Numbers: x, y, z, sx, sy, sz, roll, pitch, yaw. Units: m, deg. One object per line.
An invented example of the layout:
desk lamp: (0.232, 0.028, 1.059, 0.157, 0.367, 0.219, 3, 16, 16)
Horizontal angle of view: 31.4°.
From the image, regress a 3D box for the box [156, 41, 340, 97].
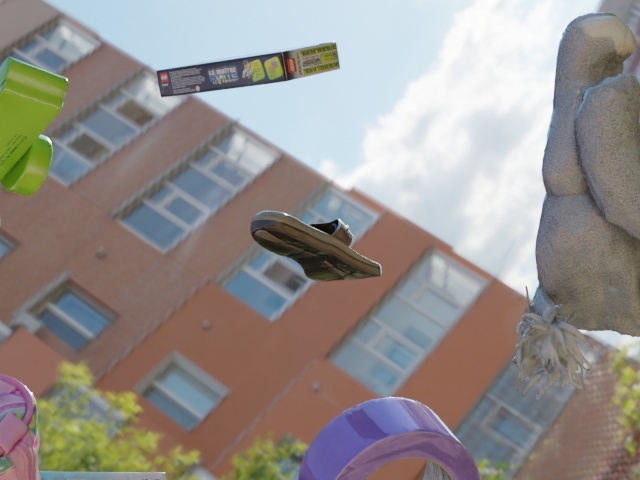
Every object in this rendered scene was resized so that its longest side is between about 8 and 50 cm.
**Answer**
box: (-0.092, -0.214, 1.423, 0.114, 0.207, 0.036, -23, -72, -51)

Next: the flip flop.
flip flop: (0.000, 0.000, 1.635, 0.277, 0.112, 0.080, 30, -120, -49)

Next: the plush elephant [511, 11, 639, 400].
plush elephant: (0.316, -0.005, 0.934, 0.330, 0.255, 0.272, -67, -33, -34)

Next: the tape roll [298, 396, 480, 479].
tape roll: (0.076, 0.274, 1.249, 0.189, 0.080, 0.189, -7, -68, -17)

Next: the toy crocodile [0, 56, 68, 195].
toy crocodile: (-0.362, -0.070, 1.146, 0.115, 0.105, 0.340, 14, -42, -35)

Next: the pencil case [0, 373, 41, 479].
pencil case: (-0.283, 0.249, 0.983, 0.124, 0.124, 0.284, -39, -40, -42)

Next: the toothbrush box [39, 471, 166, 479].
toothbrush box: (-0.377, 0.421, 1.579, 0.295, 0.126, 0.216, 6, -40, -29)
